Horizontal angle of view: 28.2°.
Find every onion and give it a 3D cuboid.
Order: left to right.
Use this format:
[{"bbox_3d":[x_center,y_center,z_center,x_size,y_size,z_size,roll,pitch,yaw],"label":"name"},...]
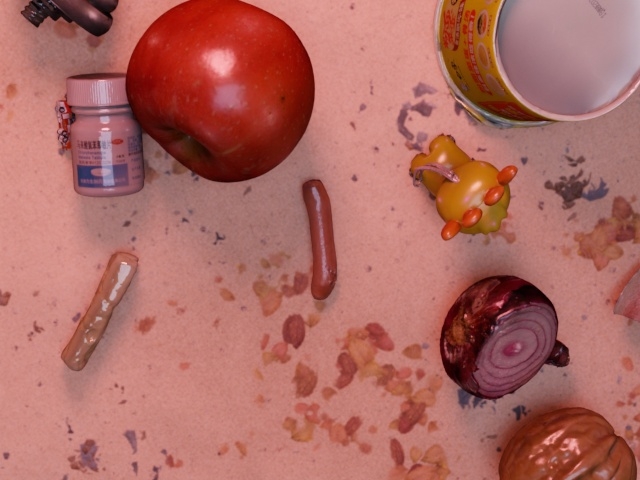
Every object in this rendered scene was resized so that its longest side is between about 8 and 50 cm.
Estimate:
[{"bbox_3d":[0.290,0.146,1.946,0.218,0.140,0.195,10,106,-34],"label":"onion"}]

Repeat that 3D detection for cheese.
[{"bbox_3d":[-0.326,0.105,1.889,0.043,0.065,0.194,27,97,-19],"label":"cheese"}]

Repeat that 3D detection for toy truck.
[{"bbox_3d":[-0.365,-0.173,1.841,0.032,0.024,0.083,-12,107,-27],"label":"toy truck"}]

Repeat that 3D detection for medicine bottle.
[{"bbox_3d":[-0.305,-0.151,1.813,0.105,0.105,0.168,-3,103,-6],"label":"medicine bottle"}]

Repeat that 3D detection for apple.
[{"bbox_3d":[-0.130,-0.205,1.749,0.260,0.260,0.216,40,69,-14],"label":"apple"}]

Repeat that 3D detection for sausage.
[{"bbox_3d":[0.000,0.000,1.920,0.043,0.043,0.186,-7,104,-6],"label":"sausage"}]

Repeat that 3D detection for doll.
[{"bbox_3d":[0.211,-0.075,1.840,0.143,0.221,0.135,-42,108,7],"label":"doll"}]

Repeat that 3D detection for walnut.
[{"bbox_3d":[0.380,0.364,1.978,0.213,0.213,0.213,-2,103,-7],"label":"walnut"}]

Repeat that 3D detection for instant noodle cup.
[{"bbox_3d":[0.325,-0.292,1.802,0.311,0.221,0.311,-1,103,-6],"label":"instant noodle cup"}]

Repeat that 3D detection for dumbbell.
[{"bbox_3d":[-0.261,-0.448,1.714,0.179,0.179,0.406,41,96,-14],"label":"dumbbell"}]

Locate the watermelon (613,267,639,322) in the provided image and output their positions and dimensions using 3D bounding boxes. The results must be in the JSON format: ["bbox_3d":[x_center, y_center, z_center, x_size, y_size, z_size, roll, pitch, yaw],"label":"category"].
[{"bbox_3d":[0.573,0.121,1.971,0.207,0.202,0.136,37,135,-11],"label":"watermelon"}]
